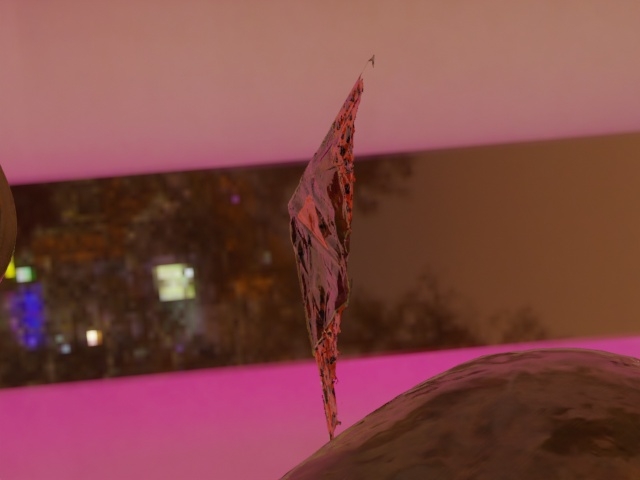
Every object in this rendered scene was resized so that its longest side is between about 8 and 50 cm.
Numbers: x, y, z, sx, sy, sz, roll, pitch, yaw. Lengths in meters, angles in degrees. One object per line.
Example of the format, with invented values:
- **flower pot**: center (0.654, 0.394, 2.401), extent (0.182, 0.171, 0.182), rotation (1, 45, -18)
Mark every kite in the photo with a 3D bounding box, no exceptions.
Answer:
- **kite**: center (-0.001, 0.000, 0.897), extent (0.125, 0.008, 0.222), rotation (-129, -139, -67)

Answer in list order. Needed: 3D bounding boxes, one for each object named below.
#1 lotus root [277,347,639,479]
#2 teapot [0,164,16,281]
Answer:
- **lotus root**: center (0.063, 0.173, 0.566), extent (0.250, 0.346, 0.250), rotation (23, -51, 32)
- **teapot**: center (-0.306, -0.001, 1.046), extent (0.175, 0.185, 0.268), rotation (-40, -118, 36)
